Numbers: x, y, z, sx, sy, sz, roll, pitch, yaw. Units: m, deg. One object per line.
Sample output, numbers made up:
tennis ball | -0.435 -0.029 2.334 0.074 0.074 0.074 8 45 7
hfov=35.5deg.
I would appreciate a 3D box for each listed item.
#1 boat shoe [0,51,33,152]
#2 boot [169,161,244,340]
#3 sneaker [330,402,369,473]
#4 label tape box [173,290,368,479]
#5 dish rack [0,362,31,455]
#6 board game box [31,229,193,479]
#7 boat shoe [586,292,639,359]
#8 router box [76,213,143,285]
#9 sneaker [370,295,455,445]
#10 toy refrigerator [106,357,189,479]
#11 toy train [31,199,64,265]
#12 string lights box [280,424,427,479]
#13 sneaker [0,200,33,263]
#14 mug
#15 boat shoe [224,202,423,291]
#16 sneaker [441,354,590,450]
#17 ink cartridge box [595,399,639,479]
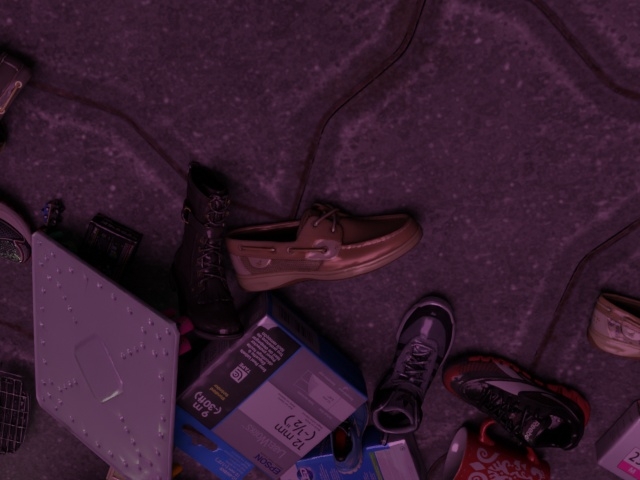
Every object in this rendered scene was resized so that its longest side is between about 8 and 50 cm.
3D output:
boat shoe | -0.579 -0.189 1.704 0.091 0.109 0.305 26 121 -12
boot | -0.188 0.017 1.672 0.091 0.263 0.229 -6 126 -30
sneaker | 0.050 0.336 1.813 0.063 0.162 0.073 -7 150 14
label tape box | -0.126 0.294 1.776 0.249 0.115 0.347 42 102 -19
dish rack | -0.698 0.308 1.970 0.271 0.074 0.208 15 117 1
board game box | -0.374 0.219 1.766 0.390 0.050 0.390 29 125 33
boat shoe | 0.593 0.156 1.661 0.285 0.104 0.089 8 118 7
router box | -0.386 0.024 1.805 0.092 0.038 0.122 27 116 -2
sneaker | 0.161 0.236 1.743 0.101 0.153 0.269 21 116 0
toy refrigerator | -0.317 0.354 1.911 0.102 0.094 0.269 23 116 -1
toy train | -0.498 -0.008 1.818 0.036 0.027 0.158 25 116 10
string lights box | 0.058 0.434 1.891 0.259 0.077 0.133 -14 110 15
sneaker | -0.634 -0.026 1.733 0.121 0.112 0.299 -22 142 35
mug | 0.328 0.409 1.812 0.169 0.113 0.150 20 135 -4
boat shoe | 0.000 0.000 1.683 0.341 0.122 0.110 -13 112 16
sneaker | 0.341 0.288 1.747 0.276 0.135 0.098 22 117 1
ink cartridge box | 0.671 0.367 1.768 0.275 0.060 0.239 31 116 -5
